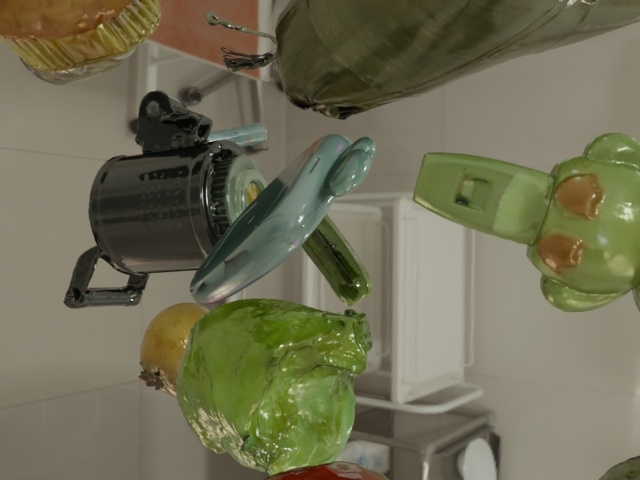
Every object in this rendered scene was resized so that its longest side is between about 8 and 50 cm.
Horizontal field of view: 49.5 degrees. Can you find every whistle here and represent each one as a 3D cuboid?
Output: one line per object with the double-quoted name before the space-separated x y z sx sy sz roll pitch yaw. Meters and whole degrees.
"whistle" 0.218 -0.003 0.501 0.141 0.294 0.141 -167 -90 -88

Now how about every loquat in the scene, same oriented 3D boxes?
"loquat" -0.401 0.325 2.010 0.275 0.275 0.274 -1 92 -54

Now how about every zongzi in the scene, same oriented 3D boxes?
"zongzi" 0.138 -0.224 0.775 0.418 0.447 0.181 9 64 -37

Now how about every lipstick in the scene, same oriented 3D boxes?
"lipstick" -0.197 -0.222 1.519 0.158 0.048 0.048 -15 105 -20

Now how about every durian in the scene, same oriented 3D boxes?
"durian" -0.082 0.192 0.906 0.204 0.340 0.255 -20 109 -41

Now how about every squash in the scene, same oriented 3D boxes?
"squash" 0.000 0.000 1.059 0.066 0.066 0.228 -8 57 -54

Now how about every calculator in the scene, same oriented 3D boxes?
"calculator" -0.047 -0.024 0.719 0.041 0.299 0.185 41 49 -13

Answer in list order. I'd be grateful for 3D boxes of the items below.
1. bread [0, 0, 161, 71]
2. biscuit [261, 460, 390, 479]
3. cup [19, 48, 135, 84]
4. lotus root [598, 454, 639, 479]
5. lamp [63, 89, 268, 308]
"bread" -0.354 -0.353 0.983 0.133 0.250 0.178 47 32 -80
"biscuit" 0.050 0.271 0.257 0.368 0.394 0.076 -20 142 -45
"cup" -0.558 -0.528 1.631 0.227 0.257 0.301 -22 111 -51
"lotus root" 0.391 0.399 0.892 0.235 0.138 0.119 -41 167 -25
"lamp" -0.218 -0.039 1.116 0.205 0.272 0.373 11 95 -67
